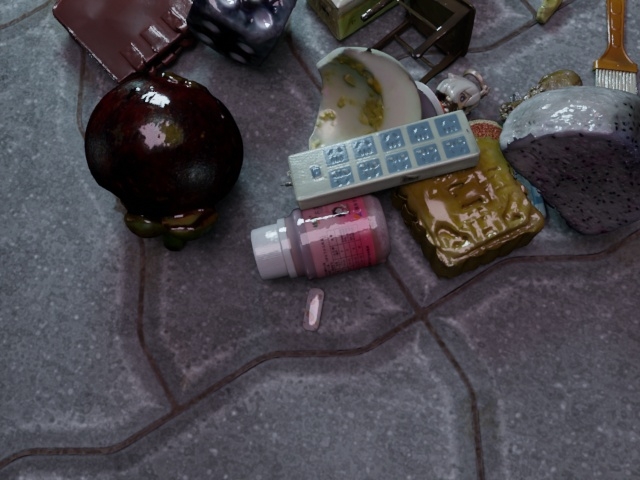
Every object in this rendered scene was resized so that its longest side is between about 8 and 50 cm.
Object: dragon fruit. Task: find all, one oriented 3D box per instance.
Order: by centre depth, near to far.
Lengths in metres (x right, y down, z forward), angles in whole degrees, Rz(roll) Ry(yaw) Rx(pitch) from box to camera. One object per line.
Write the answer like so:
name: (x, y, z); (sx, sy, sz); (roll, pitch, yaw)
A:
dragon fruit: (0.490, -0.173, 0.972); (0.283, 0.221, 0.204); (37, 64, -16)

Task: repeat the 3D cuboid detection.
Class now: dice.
dice: (-0.159, -0.481, 1.131); (0.183, 0.182, 0.181); (27, 82, -20)

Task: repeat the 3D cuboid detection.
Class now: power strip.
power strip: (0.104, -0.143, 1.002); (0.367, 0.043, 0.106); (-15, 63, 3)

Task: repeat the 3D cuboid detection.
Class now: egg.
egg: (0.084, -0.253, 1.094); (0.206, 0.162, 0.271); (3, 118, -8)

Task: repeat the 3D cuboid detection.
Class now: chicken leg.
chicken leg: (0.445, -0.283, 1.109); (0.198, 0.069, 0.085); (-25, 100, -13)

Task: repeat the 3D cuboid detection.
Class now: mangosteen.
mangosteen: (-0.288, -0.156, 1.038); (0.311, 0.311, 0.311); (-1, 75, 4)

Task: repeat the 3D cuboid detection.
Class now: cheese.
cheese: (0.495, -0.511, 1.193); (0.030, 0.044, 0.083); (34, 82, 28)

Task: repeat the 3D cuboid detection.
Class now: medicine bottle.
medicine bottle: (0.000, 0.000, 1.040); (0.247, 0.147, 0.147); (-13, 75, 0)

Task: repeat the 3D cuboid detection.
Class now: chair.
chair: (0.250, -0.484, 1.148); (0.319, 0.160, 0.186); (-43, 71, -7)

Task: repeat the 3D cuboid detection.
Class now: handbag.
handbag: (-0.422, -0.493, 1.231); (0.275, 0.084, 0.260); (43, 81, 13)

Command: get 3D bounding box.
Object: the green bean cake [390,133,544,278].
green bean cake: (0.273, -0.064, 1.044); (0.230, 0.131, 0.224); (-25, 74, -4)

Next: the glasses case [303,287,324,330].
glasses case: (-0.013, 0.133, 1.068); (0.032, 0.021, 0.083); (9, 76, 9)

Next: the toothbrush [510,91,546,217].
toothbrush: (0.422, -0.176, 1.118); (0.019, 0.025, 0.275); (-7, 75, 1)

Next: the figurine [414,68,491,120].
figurine: (0.262, -0.290, 1.118); (0.154, 0.132, 0.132); (-30, 75, -14)

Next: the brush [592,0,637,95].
brush: (0.630, -0.442, 1.181); (0.090, 0.017, 0.314); (7, 75, 3)

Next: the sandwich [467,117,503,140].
sandwich: (0.320, -0.215, 1.133); (0.135, 0.029, 0.067); (-10, 80, 0)

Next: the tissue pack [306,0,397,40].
tissue pack: (0.087, -0.574, 1.195); (0.234, 0.125, 0.159); (-35, 77, -7)
